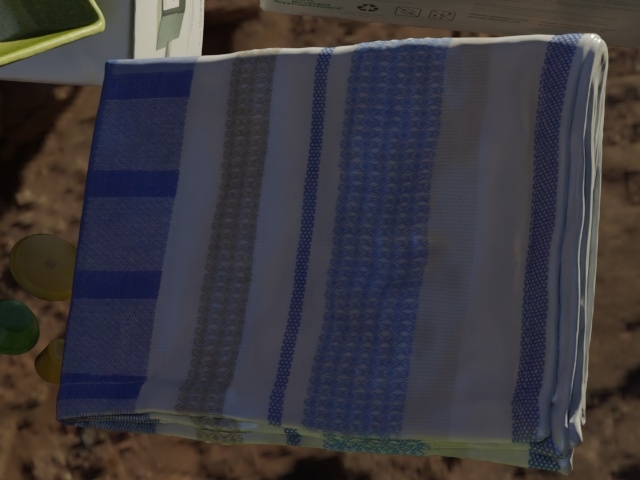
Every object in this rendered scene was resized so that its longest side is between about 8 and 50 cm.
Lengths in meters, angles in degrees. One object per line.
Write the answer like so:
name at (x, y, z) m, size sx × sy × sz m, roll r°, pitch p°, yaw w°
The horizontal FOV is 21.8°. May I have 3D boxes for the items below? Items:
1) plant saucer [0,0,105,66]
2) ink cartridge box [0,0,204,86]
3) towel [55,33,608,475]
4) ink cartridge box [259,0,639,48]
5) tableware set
plant saucer at (-0.255, -0.181, 1.060) m, size 0.045 × 0.188 × 0.188 m, roll -36°, pitch -3°, yaw 39°
ink cartridge box at (-0.216, -0.192, 1.291) m, size 0.211 × 0.121 × 0.289 m, roll 4°, pitch 10°, yaw 6°
towel at (0.000, 0.000, 0.815) m, size 0.285 × 0.034 × 0.209 m, roll 1°, pitch 77°, yaw 26°
ink cartridge box at (0.126, -0.223, 1.200) m, size 0.324 × 0.071 × 0.330 m, roll 6°, pitch -10°, yaw -4°
tableware set at (-0.136, 0.027, 0.998) m, size 0.104 × 0.024 × 0.154 m, roll 32°, pitch 47°, yaw -4°
